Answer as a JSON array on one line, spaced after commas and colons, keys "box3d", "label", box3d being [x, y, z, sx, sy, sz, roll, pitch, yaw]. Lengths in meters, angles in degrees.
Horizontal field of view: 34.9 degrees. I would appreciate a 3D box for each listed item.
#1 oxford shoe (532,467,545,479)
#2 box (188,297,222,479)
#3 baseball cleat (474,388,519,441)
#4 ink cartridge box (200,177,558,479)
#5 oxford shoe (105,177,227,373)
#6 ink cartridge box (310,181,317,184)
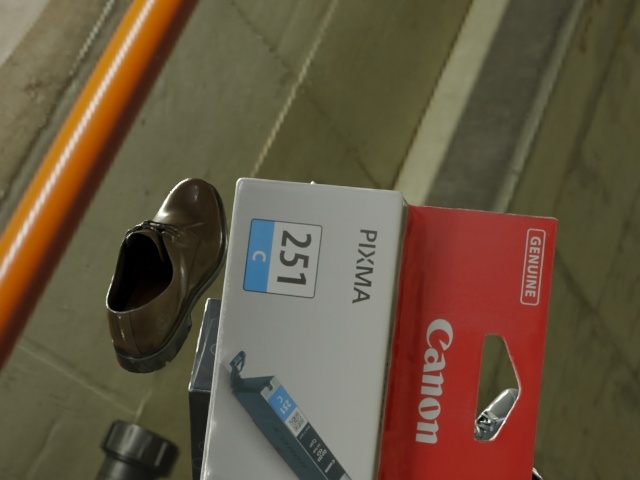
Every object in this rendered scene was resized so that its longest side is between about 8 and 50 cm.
[{"box3d": [0.388, 0.484, 1.688, 0.097, 0.271, 0.098, -37, -24, -5], "label": "oxford shoe"}, {"box3d": [-0.071, 0.217, 1.260, 0.270, 0.165, 0.143, 95, -179, -46], "label": "box"}, {"box3d": [0.220, 0.296, 1.475, 0.109, 0.072, 0.206, 30, -93, -28], "label": "baseball cleat"}, {"box3d": [0.047, 0.109, 0.817, 0.066, 0.261, 0.296, 25, -109, -80], "label": "ink cartridge box"}, {"box3d": [-0.144, 0.009, 0.979, 0.096, 0.082, 0.227, 78, -163, -44], "label": "oxford shoe"}, {"box3d": [0.000, 0.000, 1.408, 0.115, 0.067, 0.198, -46, -47, 8], "label": "ink cartridge box"}]
